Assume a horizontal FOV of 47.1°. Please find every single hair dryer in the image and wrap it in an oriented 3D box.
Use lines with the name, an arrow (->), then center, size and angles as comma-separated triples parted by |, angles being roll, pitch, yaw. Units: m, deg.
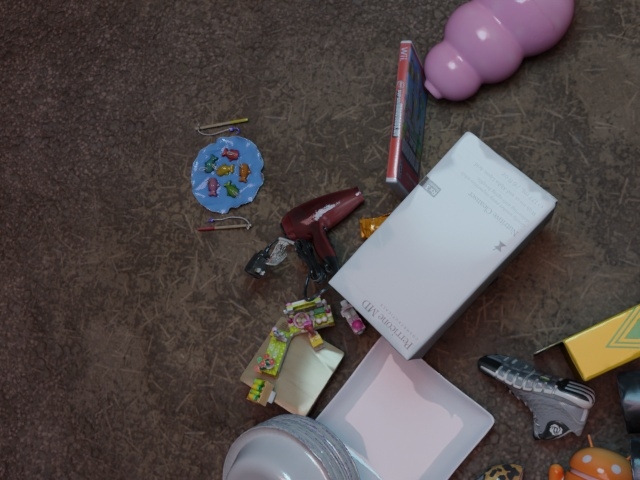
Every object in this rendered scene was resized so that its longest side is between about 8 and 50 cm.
hair dryer -> 0.000, 0.000, 1.538 | 0.223, 0.080, 0.293 | 17, 63, 34

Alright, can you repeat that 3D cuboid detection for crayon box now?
crayon box -> 0.549, 0.171, 1.319 | 0.323, 0.203, 0.083 | -27, 74, 10

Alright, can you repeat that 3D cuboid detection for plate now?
plate -> 0.157, 0.374, 1.474 | 0.277, 0.045, 0.278 | 38, 91, 18

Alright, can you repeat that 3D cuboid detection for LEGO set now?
LEGO set -> -0.055, 0.200, 1.477 | 0.287, 0.107, 0.132 | -36, 66, -8

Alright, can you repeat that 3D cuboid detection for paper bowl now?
paper bowl -> -0.072, 0.491, 1.415 | 0.284, 0.148, 0.284 | 5, 100, 33

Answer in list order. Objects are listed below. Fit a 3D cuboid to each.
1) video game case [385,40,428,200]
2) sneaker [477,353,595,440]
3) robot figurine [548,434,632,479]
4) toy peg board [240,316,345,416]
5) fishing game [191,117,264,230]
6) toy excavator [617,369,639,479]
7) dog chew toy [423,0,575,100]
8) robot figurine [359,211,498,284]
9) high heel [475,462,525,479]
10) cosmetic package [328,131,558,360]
video game case -> 0.180, -0.231, 1.496 | 0.025, 0.204, 0.285 | 3, 81, 19
sneaker -> 0.397, 0.311, 1.402 | 0.229, 0.086, 0.132 | 18, 112, 36
robot figurine -> 0.493, 0.469, 1.319 | 0.128, 0.158, 0.219 | 19, 85, -12
toy peg board -> -0.054, 0.274, 1.547 | 0.161, 0.079, 0.160 | 29, 73, 18
fishing game -> -0.217, -0.153, 1.681 | 0.189, 0.041, 0.264 | -3, 79, 18
toy excavator -> 0.652, 0.479, 1.192 | 0.222, 0.445, 0.433 | -12, 34, 23
dog chew toy -> 0.348, -0.418, 1.496 | 0.332, 0.206, 0.206 | -43, 72, 14
robot figurine -> 0.228, 0.016, 1.500 | 0.291, 0.085, 0.211 | -3, 79, 16
high heel -> 0.362, 0.555, 1.358 | 0.186, 0.093, 0.261 | -38, 68, 7
cosmetic package -> 0.227, 0.017, 1.372 | 0.217, 0.156, 0.385 | 42, 93, 16
